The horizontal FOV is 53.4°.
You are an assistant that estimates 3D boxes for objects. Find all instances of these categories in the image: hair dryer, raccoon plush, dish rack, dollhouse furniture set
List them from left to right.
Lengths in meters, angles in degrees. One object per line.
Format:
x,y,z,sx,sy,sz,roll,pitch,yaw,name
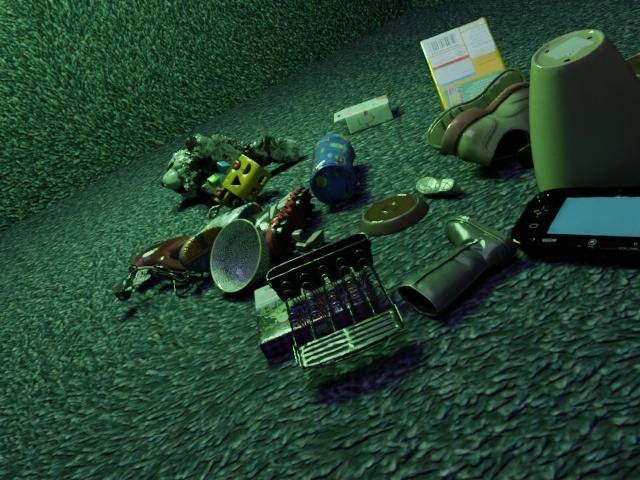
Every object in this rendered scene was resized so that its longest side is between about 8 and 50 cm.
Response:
-0.399,0.075,1.687,0.223,0.080,0.294,-5,31,3,hair dryer
-0.321,-0.237,2.199,0.446,0.216,0.299,-1,0,-23,raccoon plush
0.000,0.000,1.451,0.081,0.091,0.114,9,33,26,dollhouse furniture set
0.024,0.105,1.111,0.208,0.074,0.271,-24,29,1,dish rack

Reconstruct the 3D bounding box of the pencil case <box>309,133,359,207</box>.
0.039,-0.201,1.770,0.133,0.119,0.306,8,25,-3,pencil case

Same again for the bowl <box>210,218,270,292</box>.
-0.169,0.041,1.468,0.170,0.170,0.080,0,-11,42,bowl

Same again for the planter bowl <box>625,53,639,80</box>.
0.763,-0.357,1.449,0.162,0.109,0.162,-19,23,9,planter bowl

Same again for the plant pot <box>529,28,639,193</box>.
0.499,-0.242,1.199,0.256,0.274,0.256,-23,30,14,plant pot

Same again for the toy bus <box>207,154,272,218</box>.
-0.237,-0.153,1.933,0.104,0.202,0.191,34,47,27,toy bus

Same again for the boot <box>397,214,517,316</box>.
0.227,0.045,1.162,0.208,0.076,0.189,-38,24,-14,boot

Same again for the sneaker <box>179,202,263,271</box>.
-0.269,0.004,1.665,0.131,0.112,0.296,-13,16,42,sneaker

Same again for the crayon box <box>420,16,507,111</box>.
0.439,-0.475,1.874,0.203,0.083,0.323,-18,66,11,crayon box

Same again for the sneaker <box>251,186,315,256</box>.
-0.105,-0.051,1.613,0.135,0.098,0.276,-8,29,27,sneaker

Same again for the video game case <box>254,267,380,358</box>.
-0.015,0.117,1.246,0.232,0.042,0.210,-23,25,1,video game case

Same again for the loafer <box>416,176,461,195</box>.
0.278,-0.122,1.500,0.125,0.039,0.045,11,74,57,loafer

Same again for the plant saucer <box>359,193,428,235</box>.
0.166,-0.066,1.486,0.168,0.029,0.168,-20,24,10,plant saucer

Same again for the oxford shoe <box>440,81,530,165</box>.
0.469,-0.276,1.576,0.397,0.141,0.146,-32,56,-31,oxford shoe

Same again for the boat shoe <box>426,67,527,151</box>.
0.426,-0.337,1.729,0.302,0.113,0.103,-35,-14,7,boat shoe

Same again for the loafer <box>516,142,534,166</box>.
0.525,-0.218,1.422,0.170,0.062,0.061,-16,14,33,loafer

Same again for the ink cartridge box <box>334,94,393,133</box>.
0.149,-0.435,2.226,0.198,0.067,0.115,-17,24,10,ink cartridge box

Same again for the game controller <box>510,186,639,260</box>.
0.486,-0.032,1.075,0.319,0.067,0.166,3,35,46,game controller
